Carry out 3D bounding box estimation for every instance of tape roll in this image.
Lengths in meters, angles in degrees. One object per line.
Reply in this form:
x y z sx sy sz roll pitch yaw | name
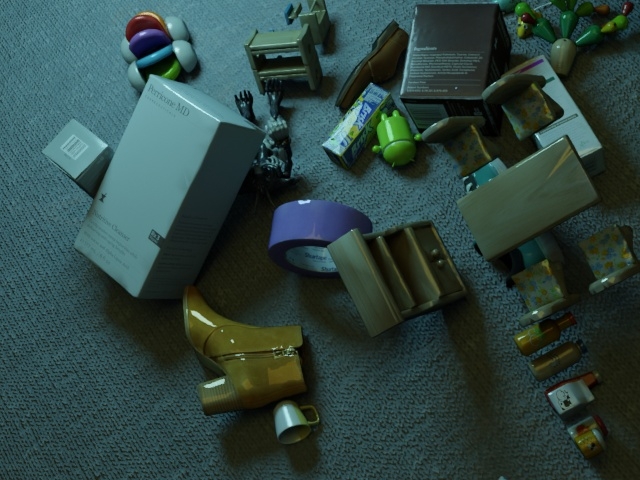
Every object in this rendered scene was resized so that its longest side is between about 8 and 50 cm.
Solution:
0.000 0.000 1.836 0.189 0.189 0.080 -1 65 19 | tape roll

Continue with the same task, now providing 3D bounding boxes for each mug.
-0.050 0.324 1.785 0.062 0.078 0.064 -51 44 29 | mug

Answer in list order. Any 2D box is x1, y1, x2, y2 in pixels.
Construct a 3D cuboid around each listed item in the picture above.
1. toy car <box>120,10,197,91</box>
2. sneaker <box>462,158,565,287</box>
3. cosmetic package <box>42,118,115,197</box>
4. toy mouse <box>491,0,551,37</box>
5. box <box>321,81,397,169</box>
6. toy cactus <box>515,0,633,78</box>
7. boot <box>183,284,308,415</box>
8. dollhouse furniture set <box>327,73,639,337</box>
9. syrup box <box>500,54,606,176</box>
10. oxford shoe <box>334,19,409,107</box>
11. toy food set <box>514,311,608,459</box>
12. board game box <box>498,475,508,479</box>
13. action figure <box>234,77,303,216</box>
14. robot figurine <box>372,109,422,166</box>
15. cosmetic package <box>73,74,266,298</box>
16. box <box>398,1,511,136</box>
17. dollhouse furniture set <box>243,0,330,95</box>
-0.373 -0.432 2.199 0.159 0.136 0.182 -23 60 7 | toy car
0.312 -0.049 1.798 0.121 0.108 0.302 -30 61 -1 | sneaker
-0.442 -0.130 2.025 0.127 0.238 0.107 34 78 32 | cosmetic package
0.367 -0.454 2.014 0.143 0.031 0.161 28 78 28 | toy mouse
0.079 -0.229 1.992 0.054 0.059 0.169 33 80 30 | box
0.483 -0.407 1.916 0.219 0.112 0.180 11 84 4 | toy cactus
-0.138 0.185 1.863 0.211 0.104 0.295 -16 54 -2 | boot
0.251 -0.019 1.613 0.394 0.256 0.362 -33 78 34 | dollhouse furniture set
0.432 -0.221 1.846 0.096 0.093 0.237 -26 60 6 | syrup box
0.110 -0.348 2.036 0.076 0.076 0.212 39 93 -10 | oxford shoe
0.422 0.239 1.620 0.104 0.111 0.232 -30 57 4 | toy food set
0.382 0.488 1.453 0.303 0.224 0.097 30 79 28 | board game box
-0.128 -0.193 2.002 0.164 0.141 0.276 -12 59 12 | action figure
0.149 -0.197 1.948 0.101 0.067 0.115 -15 62 3 | robot figurine
-0.295 -0.099 1.927 0.217 0.156 0.385 33 106 29 | cosmetic package
0.263 -0.326 1.903 0.167 0.168 0.203 4 73 22 | box
-0.061 -0.415 2.109 0.129 0.129 0.184 -1 41 19 | dollhouse furniture set
